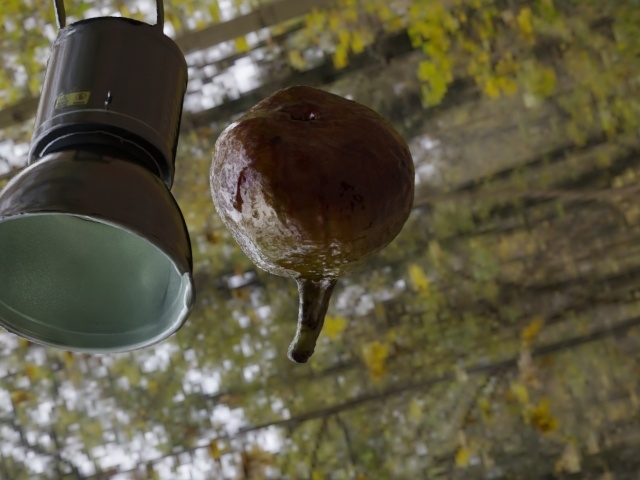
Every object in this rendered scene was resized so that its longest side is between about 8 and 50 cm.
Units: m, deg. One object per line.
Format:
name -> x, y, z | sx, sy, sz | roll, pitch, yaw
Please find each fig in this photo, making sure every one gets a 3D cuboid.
fig -> -0.024, -0.021, 1.362 | 0.290, 0.191, 0.190 | 116, 152, -55

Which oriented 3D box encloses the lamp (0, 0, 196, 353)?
lamp -> -0.143, -0.054, 0.957 | 0.172, 0.147, 0.227 | 79, -168, -50
